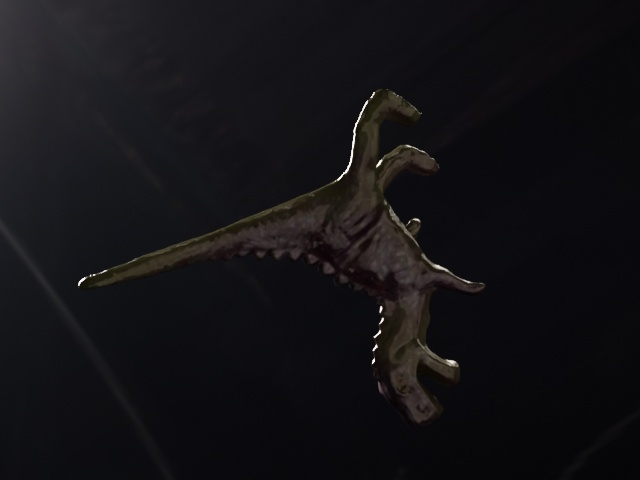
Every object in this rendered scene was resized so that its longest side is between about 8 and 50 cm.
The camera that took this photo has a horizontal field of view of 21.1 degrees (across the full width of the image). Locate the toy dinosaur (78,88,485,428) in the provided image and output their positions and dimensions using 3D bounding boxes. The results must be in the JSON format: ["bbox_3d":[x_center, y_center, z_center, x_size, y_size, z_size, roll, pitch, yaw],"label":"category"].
[{"bbox_3d":[0.003,0.000,1.109,0.251,0.200,0.072,31,165,-26],"label":"toy dinosaur"}]
